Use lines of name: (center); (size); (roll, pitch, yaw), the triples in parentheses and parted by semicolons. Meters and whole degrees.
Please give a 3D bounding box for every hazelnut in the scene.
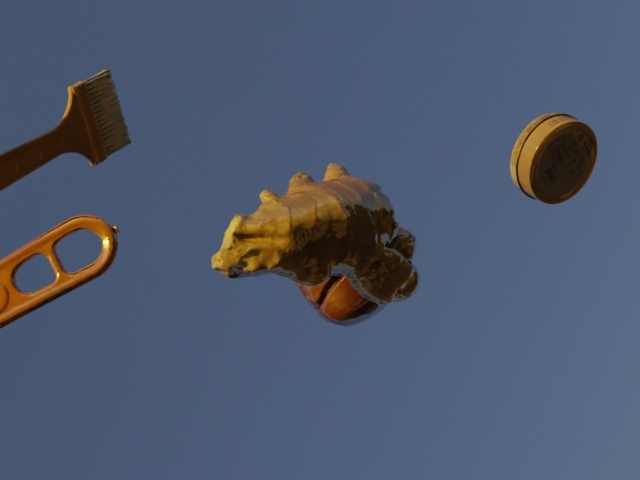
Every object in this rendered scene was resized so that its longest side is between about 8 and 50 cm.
hazelnut: (0.059, 0.034, 1.514); (0.208, 0.208, 0.208); (-5, -79, -26)

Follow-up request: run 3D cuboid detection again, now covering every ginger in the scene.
ginger: (0.005, -0.012, 0.787); (0.205, 0.081, 0.115); (11, -90, -39)

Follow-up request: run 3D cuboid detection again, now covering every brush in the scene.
brush: (-0.316, -0.106, 1.066); (0.272, 0.013, 0.103); (-42, -50, -47)
brush: (-0.255, 0.071, 0.538); (0.314, 0.017, 0.090); (-30, -108, -7)

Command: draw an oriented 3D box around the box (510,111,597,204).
box: (0.271, -0.094, 1.078); (0.106, 0.037, 0.105); (-14, -60, -25)
